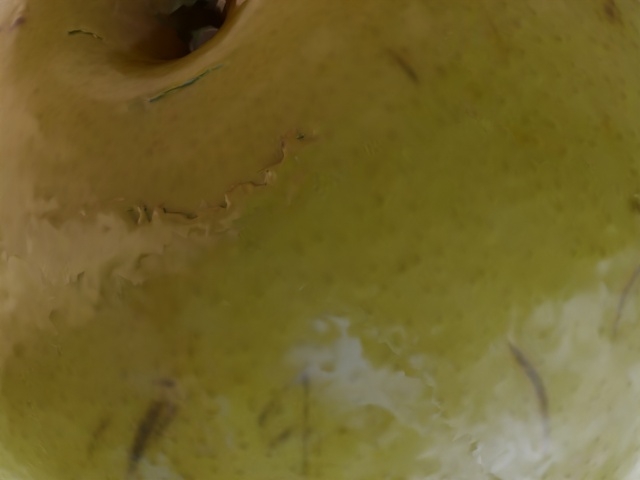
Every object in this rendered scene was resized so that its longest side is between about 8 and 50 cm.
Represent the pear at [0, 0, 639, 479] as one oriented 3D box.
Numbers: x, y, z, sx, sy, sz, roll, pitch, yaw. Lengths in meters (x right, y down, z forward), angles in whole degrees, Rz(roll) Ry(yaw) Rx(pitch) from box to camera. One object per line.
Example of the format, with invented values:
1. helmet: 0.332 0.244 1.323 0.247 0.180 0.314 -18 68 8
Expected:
1. pear: 0.000 0.000 0.701 0.348 0.348 0.348 -24 175 -2
